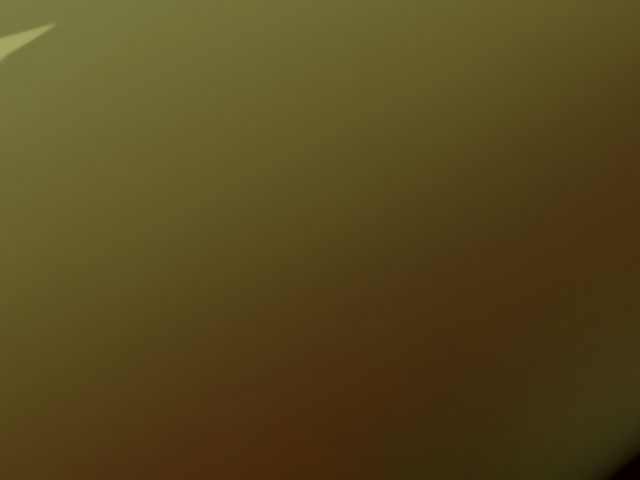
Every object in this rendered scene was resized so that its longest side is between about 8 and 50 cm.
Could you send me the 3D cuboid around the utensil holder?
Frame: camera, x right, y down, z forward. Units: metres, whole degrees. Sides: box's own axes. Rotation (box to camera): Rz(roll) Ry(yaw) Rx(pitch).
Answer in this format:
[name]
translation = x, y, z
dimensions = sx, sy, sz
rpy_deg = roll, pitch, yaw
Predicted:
[utensil holder]
translation = -0.047, 0.017, 0.595
dimensions = 0.385, 0.327, 0.328
rpy_deg = -27, 15, -28
